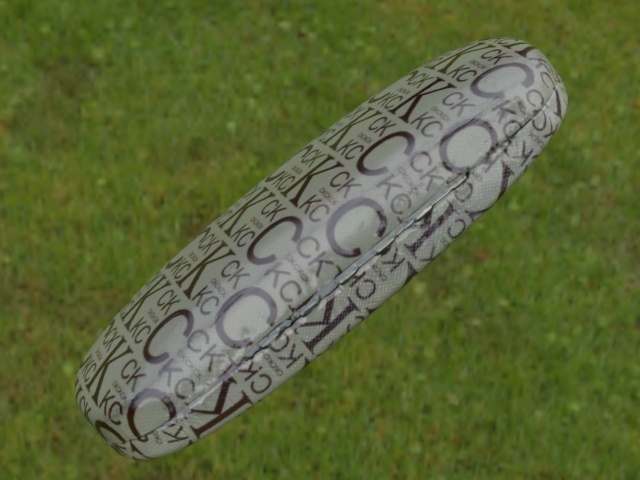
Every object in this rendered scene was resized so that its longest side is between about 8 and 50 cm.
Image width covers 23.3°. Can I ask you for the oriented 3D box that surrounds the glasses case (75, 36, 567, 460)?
[{"bbox_3d":[0.000,0.000,0.947,0.354,0.085,0.137,-40,21,-6],"label":"glasses case"}]
